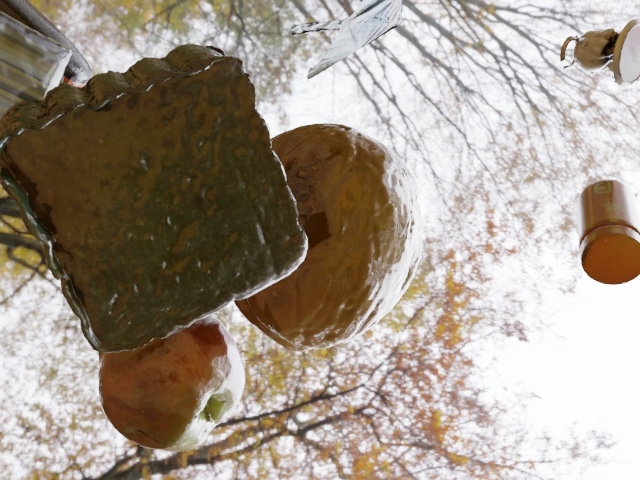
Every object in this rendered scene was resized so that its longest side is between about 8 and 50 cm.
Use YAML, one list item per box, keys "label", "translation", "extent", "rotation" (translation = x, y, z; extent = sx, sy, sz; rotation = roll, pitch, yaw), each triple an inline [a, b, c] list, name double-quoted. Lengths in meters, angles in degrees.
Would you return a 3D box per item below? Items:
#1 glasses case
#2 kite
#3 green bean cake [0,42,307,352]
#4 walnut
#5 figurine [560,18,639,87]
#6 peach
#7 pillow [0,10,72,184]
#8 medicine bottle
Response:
- label: "glasses case"
  translation: [-0.482, -0.346, 1.008]
  extent: [0.067, 0.267, 0.103]
  rotation: [-45, -167, 11]
- label: "kite"
  translation: [0.063, -0.431, 1.244]
  extent: [0.011, 0.314, 0.335]
  rotation: [58, -42, 15]
- label: "green bean cake"
  translation: [-0.118, -0.033, 0.456]
  extent: [0.173, 0.181, 0.094]
  rotation: [-25, -148, -11]
- label: "walnut"
  translation: [0.000, 0.000, 0.916]
  extent: [0.333, 0.333, 0.332]
  rotation: [-14, -111, 42]
- label: "figurine"
  translation: [0.552, -0.371, 1.254]
  extent: [0.154, 0.132, 0.132]
  rotation: [23, -84, 49]
- label: "peach"
  translation: [-0.241, 0.200, 0.956]
  extent: [0.236, 0.214, 0.214]
  rotation: [22, -85, 27]
- label: "pillow"
  translation: [-0.434, -0.189, 0.780]
  extent: [0.052, 0.208, 0.212]
  rotation: [14, -96, 37]
- label: "medicine bottle"
  translation: [0.470, -0.019, 1.030]
  extent: [0.096, 0.096, 0.192]
  rotation: [-35, -166, 34]
